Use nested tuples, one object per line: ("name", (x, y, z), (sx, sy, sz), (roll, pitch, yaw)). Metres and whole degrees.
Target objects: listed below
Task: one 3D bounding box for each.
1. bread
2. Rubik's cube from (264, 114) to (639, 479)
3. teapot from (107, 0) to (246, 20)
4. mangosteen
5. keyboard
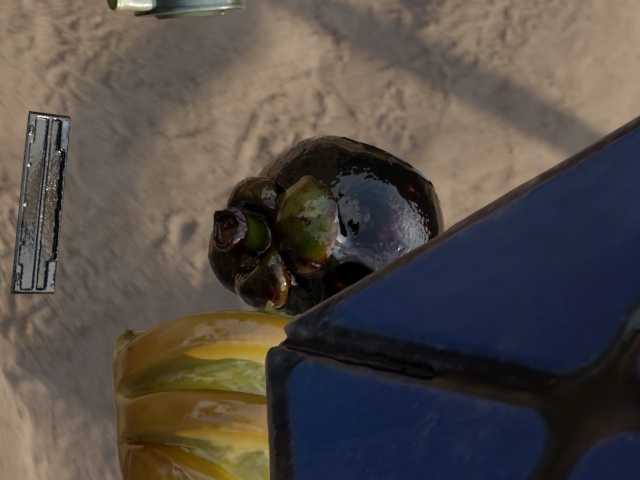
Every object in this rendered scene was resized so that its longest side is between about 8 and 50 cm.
("bread", (-0.050, 0.196, 1.541), (0.316, 0.270, 0.211), (24, 132, -40))
("Rubik's cube", (0.151, 0.128, 0.518), (0.259, 0.260, 0.255), (-30, 123, 21))
("teapot", (-0.113, -0.223, 1.240), (0.092, 0.124, 0.090), (-4, 97, 13))
("mangosteen", (0.003, -0.003, 1.805), (0.288, 0.287, 0.233), (33, 80, -20))
("keyboard", (-0.303, -0.039, 1.676), (0.064, 0.010, 0.198), (4, 93, -52))
